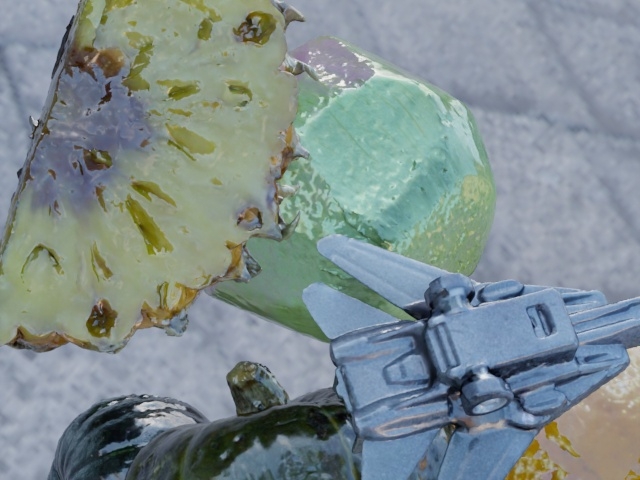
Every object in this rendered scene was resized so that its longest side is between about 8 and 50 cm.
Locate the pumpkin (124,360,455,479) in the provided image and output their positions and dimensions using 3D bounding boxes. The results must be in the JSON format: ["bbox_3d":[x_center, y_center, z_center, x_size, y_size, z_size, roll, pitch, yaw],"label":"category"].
[{"bbox_3d":[-0.028,0.180,1.222,0.260,0.260,0.189,-14,82,-52],"label":"pumpkin"}]

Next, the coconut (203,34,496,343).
[{"bbox_3d":[0.009,-0.037,1.199,0.204,0.236,0.236,-2,53,-51],"label":"coconut"}]

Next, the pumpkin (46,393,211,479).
[{"bbox_3d":[-0.161,0.241,1.445,0.161,0.220,0.221,12,43,-27],"label":"pumpkin"}]

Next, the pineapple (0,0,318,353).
[{"bbox_3d":[-0.065,-0.034,0.741,0.135,0.233,0.079,21,1,-17],"label":"pineapple"}]

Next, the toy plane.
[{"bbox_3d":[0.135,0.060,0.974,0.267,0.088,0.212,-15,66,-5],"label":"toy plane"}]

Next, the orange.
[{"bbox_3d":[0.223,0.223,1.604,0.293,0.340,0.340,50,33,2],"label":"orange"}]
